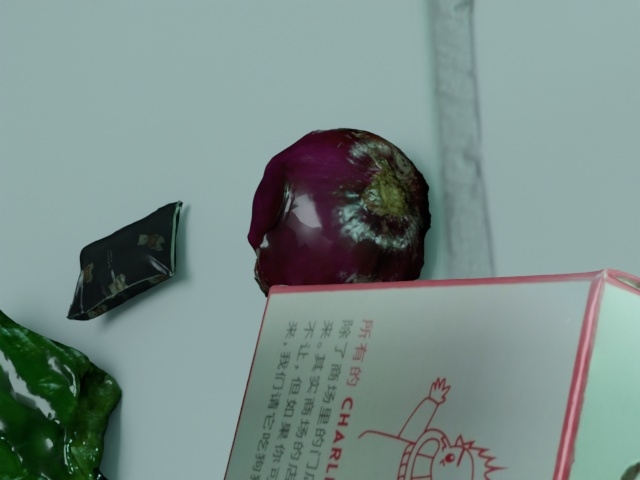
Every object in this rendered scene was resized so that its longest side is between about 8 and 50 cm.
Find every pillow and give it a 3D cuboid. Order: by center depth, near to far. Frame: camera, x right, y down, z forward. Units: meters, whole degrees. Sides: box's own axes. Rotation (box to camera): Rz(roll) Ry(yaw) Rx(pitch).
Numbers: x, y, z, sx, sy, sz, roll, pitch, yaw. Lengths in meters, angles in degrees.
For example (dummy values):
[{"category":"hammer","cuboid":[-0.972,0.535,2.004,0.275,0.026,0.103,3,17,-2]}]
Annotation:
[{"category":"pillow","cuboid":[-0.199,0.024,1.511,0.150,0.048,0.090,-26,62,31]}]

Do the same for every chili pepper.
[{"category":"chili pepper","cuboid":[-0.342,0.180,1.495,0.385,0.167,0.213,34,99,48]}]

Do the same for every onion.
[{"category":"onion","cuboid":[-0.011,-0.006,1.260,0.198,0.135,0.173,-33,47,34]}]

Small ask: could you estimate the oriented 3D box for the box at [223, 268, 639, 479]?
[{"category":"box","cuboid":[0.130,0.202,0.859,0.312,0.300,0.314,-5,68,55]}]
